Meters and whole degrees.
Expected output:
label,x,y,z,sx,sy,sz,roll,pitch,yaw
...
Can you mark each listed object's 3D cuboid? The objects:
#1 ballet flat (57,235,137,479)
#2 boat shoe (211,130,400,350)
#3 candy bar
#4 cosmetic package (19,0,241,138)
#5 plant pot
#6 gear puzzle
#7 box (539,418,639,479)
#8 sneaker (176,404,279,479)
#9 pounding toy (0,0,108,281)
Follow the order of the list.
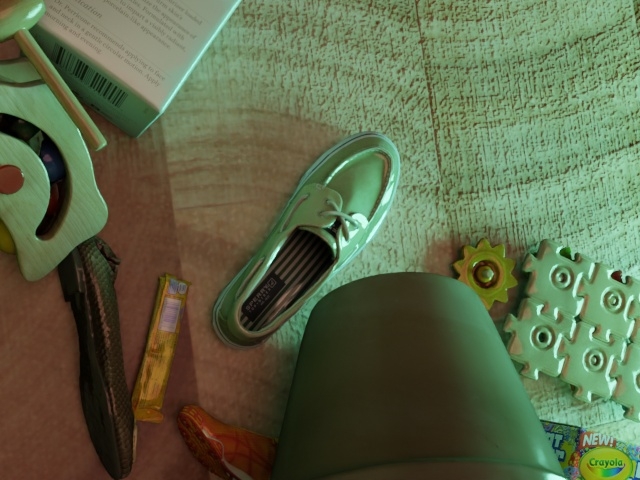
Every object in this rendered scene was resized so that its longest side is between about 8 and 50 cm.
label,x,y,z,sx,sy,sz,roll,pitch,yaw
ballet flat,-0.215,0.115,0.906,0.058,0.084,0.250,-9,84,-36
boat shoe,0.000,0.000,0.981,0.109,0.094,0.302,40,74,-13
candy bar,-0.171,0.114,0.949,0.040,0.018,0.162,15,80,-22
cosmetic package,-0.186,-0.228,0.899,0.151,0.151,0.184,36,75,-15
plant pot,0.085,0.196,0.892,0.323,0.323,0.280,9,56,-20
gear puzzle,0.304,0.100,1.120,0.338,0.044,0.176,23,80,-15
box,0.332,0.378,1.033,0.289,0.177,0.279,19,78,-18
sneaker,-0.083,0.228,0.958,0.175,0.064,0.067,44,57,-19
pounding toy,-0.281,-0.074,0.787,0.154,0.155,0.270,-25,130,-22
